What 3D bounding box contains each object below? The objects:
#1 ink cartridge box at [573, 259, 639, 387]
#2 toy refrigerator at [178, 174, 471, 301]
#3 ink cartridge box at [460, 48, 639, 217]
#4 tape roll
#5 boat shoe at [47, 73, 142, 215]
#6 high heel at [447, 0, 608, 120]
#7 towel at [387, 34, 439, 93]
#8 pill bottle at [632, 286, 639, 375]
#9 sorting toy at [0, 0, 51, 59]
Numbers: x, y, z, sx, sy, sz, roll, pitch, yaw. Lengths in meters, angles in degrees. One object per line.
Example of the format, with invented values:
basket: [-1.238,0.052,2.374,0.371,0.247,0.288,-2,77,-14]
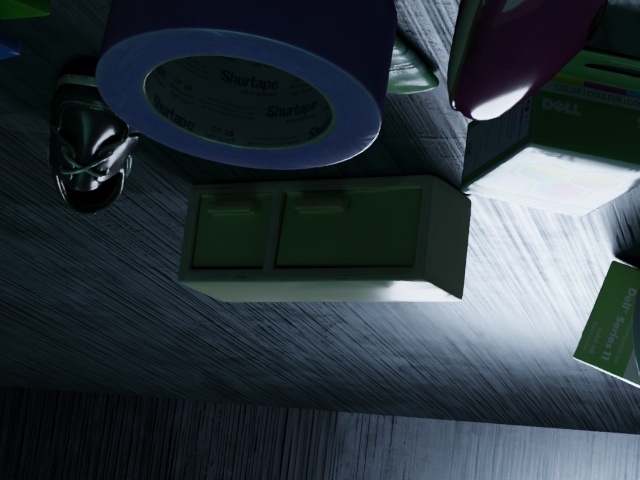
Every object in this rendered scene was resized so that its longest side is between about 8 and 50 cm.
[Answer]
ink cartridge box: [0.463,0.147,1.689,0.353,0.119,0.207,23,-179,43]
toy refrigerator: [0.000,0.000,1.589,0.270,0.102,0.094,-1,165,31]
ink cartridge box: [0.193,-0.077,1.259,0.109,0.062,0.209,11,165,-13]
tape roll: [-0.048,-0.123,1.092,0.189,0.080,0.189,9,157,4]
boat shoe: [-0.189,-0.081,1.403,0.084,0.079,0.233,10,165,-8]
high heel: [0.173,-0.147,0.713,0.181,0.127,0.377,17,151,-3]
towel: [0.009,-0.133,1.206,0.113,0.023,0.152,1,165,27]
pill bottle: [0.463,0.065,1.373,0.224,0.224,0.392,16,163,-33]
sorting toy: [-0.330,-0.197,1.066,0.348,0.047,0.196,18,158,-40]
